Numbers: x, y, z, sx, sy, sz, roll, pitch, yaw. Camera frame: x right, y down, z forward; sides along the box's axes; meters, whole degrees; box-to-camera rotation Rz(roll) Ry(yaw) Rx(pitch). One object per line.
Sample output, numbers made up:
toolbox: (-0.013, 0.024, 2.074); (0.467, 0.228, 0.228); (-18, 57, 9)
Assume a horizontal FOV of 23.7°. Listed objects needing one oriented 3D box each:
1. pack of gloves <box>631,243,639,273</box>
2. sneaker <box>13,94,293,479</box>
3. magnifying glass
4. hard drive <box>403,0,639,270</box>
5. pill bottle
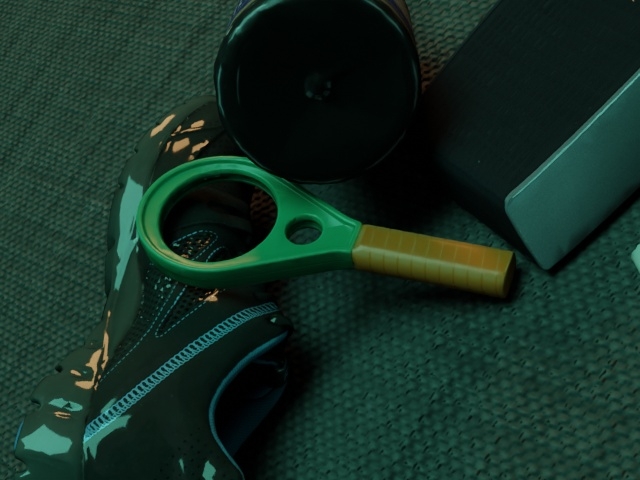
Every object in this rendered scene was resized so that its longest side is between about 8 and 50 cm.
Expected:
pack of gloves: (0.220, 0.011, 0.688); (0.195, 0.046, 0.232); (-54, 31, 31)
sneaker: (-0.073, 0.049, 0.969); (0.139, 0.125, 0.341); (3, 53, 14)
magnifying glass: (0.000, 0.000, 0.904); (0.231, 0.026, 0.092); (10, 53, 19)
hard drive: (0.168, -0.117, 0.904); (0.255, 0.054, 0.172); (-47, 37, 1)
pill bottle: (0.000, -0.121, 0.977); (0.123, 0.123, 0.219); (-38, 14, 12)
